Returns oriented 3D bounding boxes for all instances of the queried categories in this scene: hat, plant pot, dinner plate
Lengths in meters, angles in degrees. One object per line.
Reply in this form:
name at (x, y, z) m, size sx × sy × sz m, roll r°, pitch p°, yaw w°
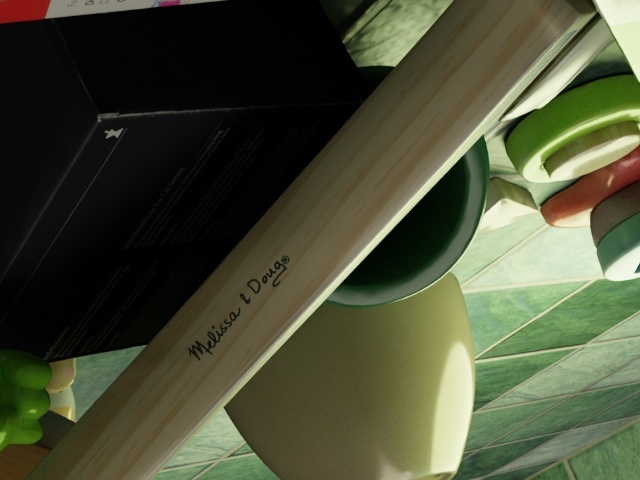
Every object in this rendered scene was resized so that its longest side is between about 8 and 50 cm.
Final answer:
hat at (0.021, -0.060, 1.031) m, size 0.173 × 0.183 × 0.208 m, roll -1°, pitch 116°, yaw -9°
plant pot at (0.046, 0.178, 1.437) m, size 0.284 × 0.191 × 0.284 m, roll -18°, pitch 161°, yaw -7°
dinner plate at (0.172, -0.127, 0.915) m, size 0.141 × 0.017 × 0.141 m, roll -46°, pitch -178°, yaw 2°

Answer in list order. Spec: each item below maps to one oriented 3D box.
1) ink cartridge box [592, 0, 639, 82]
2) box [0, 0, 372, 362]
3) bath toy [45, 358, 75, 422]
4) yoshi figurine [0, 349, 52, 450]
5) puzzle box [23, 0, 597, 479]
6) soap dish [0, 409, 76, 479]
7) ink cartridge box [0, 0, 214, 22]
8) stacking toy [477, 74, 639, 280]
ink cartridge box at (0.286, -0.234, 0.696) m, size 0.353 × 0.119 × 0.207 m, roll -26°, pitch 160°, yaw 15°
box at (-0.119, -0.033, 0.801) m, size 0.184 × 0.103 × 0.261 m, roll -11°, pitch 153°, yaw -42°
bath toy at (-0.290, 0.149, 1.132) m, size 0.151 × 0.129 × 0.348 m, roll 31°, pitch 142°, yaw -7°
yoshi figurine at (-0.255, 0.104, 0.686) m, size 0.204 × 0.362 × 0.203 m, roll 11°, pitch -159°, yaw 11°
puzzle box at (0.000, 0.000, 0.806) m, size 0.409 × 0.052 × 0.272 m, roll -47°, pitch 177°, yaw 15°
soap dish at (-0.308, 0.157, 0.928) m, size 0.291 × 0.118 × 0.229 m, roll 22°, pitch 150°, yaw -5°
ink cartridge box at (-0.070, -0.161, 0.505) m, size 0.231 × 0.134 × 0.078 m, roll -11°, pitch 159°, yaw -27°
stacking toy at (0.285, -0.036, 1.205) m, size 0.279 × 0.130 × 0.309 m, roll -13°, pitch 158°, yaw -23°
